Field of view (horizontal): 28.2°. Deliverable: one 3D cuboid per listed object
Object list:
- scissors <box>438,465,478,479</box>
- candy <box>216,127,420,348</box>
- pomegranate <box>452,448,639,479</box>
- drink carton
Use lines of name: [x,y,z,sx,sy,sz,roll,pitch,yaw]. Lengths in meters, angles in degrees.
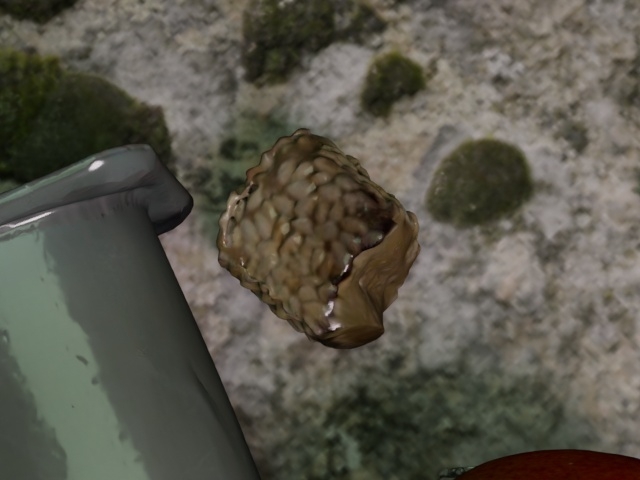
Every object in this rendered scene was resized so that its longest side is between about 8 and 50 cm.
scissors: [0.150,0.132,0.668,0.176,0.022,0.085,5,78,3]
candy: [0.000,0.000,0.684,0.110,0.085,0.095,34,88,22]
pomegranate: [0.092,0.206,0.560,0.257,0.221,0.220,0,76,22]
drink carton: [-0.126,0.082,0.638,0.191,0.185,0.189,-23,87,-3]
